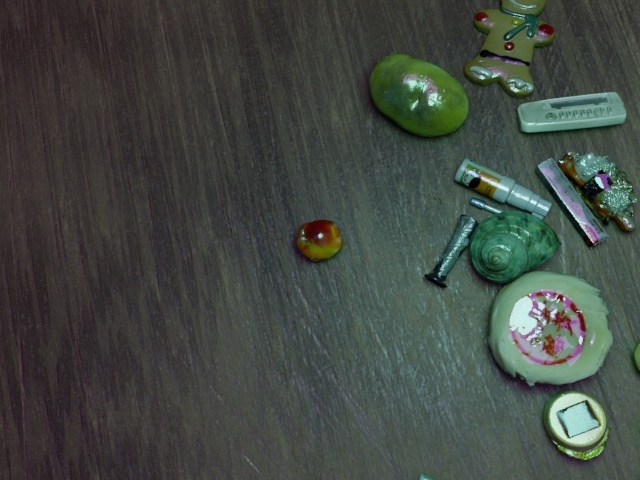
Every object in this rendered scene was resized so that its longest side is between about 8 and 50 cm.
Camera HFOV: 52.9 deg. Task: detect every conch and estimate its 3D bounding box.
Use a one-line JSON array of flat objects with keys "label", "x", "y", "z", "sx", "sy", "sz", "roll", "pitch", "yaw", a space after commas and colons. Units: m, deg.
[{"label": "conch", "x": 0.412, "y": 0.013, "z": 1.389, "sx": 0.176, "sy": 0.122, "sz": 0.188, "roll": 23, "pitch": 55, "yaw": 29}]

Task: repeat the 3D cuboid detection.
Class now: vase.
[{"label": "vase", "x": 0.302, "y": 0.026, "z": 1.462, "sx": 0.059, "sy": 0.059, "sz": 0.167, "roll": 31, "pitch": 84, "yaw": 14}]

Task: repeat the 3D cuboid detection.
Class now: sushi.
[{"label": "sushi", "x": 0.630, "y": -0.120, "z": 1.422, "sx": 0.097, "sy": 0.103, "sz": 0.226, "roll": -30, "pitch": 77, "yaw": -15}]

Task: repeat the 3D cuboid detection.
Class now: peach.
[{"label": "peach", "x": 0.000, "y": 0.000, "z": 1.500, "sx": 0.101, "sy": 0.101, "sz": 0.100, "roll": -2, "pitch": 78, "yaw": 9}]

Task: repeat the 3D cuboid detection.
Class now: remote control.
[{"label": "remote control", "x": 0.576, "y": -0.290, "z": 1.484, "sx": 0.230, "sy": 0.049, "sz": 0.090, "roll": -5, "pitch": 48, "yaw": 9}]

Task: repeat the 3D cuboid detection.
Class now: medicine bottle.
[{"label": "medicine bottle", "x": 0.412, "y": -0.104, "z": 1.476, "sx": 0.221, "sy": 0.061, "sz": 0.092, "roll": 27, "pitch": 108, "yaw": 13}]

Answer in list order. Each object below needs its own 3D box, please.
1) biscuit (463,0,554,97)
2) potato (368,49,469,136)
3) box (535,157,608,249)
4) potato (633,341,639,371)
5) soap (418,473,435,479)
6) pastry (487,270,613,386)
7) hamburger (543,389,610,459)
[{"label": "biscuit", "x": 0.463, "y": -0.502, "z": 1.553, "sx": 0.197, "sy": 0.049, "sz": 0.301, "roll": 20, "pitch": 81, "yaw": 10}, {"label": "potato", "x": 0.230, "y": -0.337, "z": 1.509, "sx": 0.248, "sy": 0.143, "sz": 0.169, "roll": 27, "pitch": 122, "yaw": 9}, {"label": "box", "x": 0.563, "y": -0.084, "z": 1.446, "sx": 0.040, "sy": 0.055, "sz": 0.218, "roll": -31, "pitch": 75, "yaw": 3}, {"label": "potato", "x": 0.717, "y": 0.264, "z": 1.341, "sx": 0.092, "sy": 0.070, "sz": 0.138, "roll": -39, "pitch": 74, "yaw": 1}, {"label": "soap", "x": 0.232, "y": 0.611, "z": 1.348, "sx": 0.119, "sy": 0.066, "sz": 0.198, "roll": 19, "pitch": 82, "yaw": 14}, {"label": "pastry", "x": 0.484, "y": 0.187, "z": 1.365, "sx": 0.265, "sy": 0.133, "sz": 0.264, "roll": -1, "pitch": 79, "yaw": 5}, {"label": "hamburger", "x": 0.535, "y": 0.382, "z": 1.341, "sx": 0.127, "sy": 0.081, "sz": 0.141, "roll": -38, "pitch": 63, "yaw": -3}]
